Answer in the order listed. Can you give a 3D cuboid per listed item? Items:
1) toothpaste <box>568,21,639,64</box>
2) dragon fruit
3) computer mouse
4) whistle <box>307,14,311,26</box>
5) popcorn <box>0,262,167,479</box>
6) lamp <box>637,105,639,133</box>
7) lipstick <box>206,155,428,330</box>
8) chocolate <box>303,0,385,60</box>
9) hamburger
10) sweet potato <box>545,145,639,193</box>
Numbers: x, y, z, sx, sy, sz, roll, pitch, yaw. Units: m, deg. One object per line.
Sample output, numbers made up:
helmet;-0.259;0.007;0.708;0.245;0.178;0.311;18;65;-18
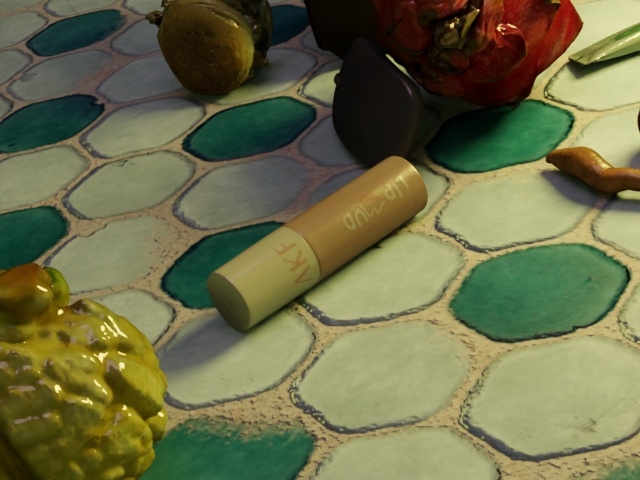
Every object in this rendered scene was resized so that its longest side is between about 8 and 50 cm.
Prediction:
toothpaste;0.412;-0.260;1.760;0.218;0.041;0.064;-21;18;-4
dragon fruit;0.180;-0.271;1.675;0.250;0.315;0.250;-4;76;18
computer mouse;0.059;-0.165;1.697;0.057;0.120;0.232;9;23;-22
whistle;0.086;-0.354;2.057;0.220;0.057;0.107;-23;44;-4
popcorn;-0.265;0.137;1.230;0.258;0.270;0.224;33;42;-5
lamp;0.382;-0.135;1.514;0.101;0.090;0.101;-41;26;25
lipstick;0.000;0.000;1.486;0.254;0.070;0.070;-34;34;-28
chocolate;0.088;-0.463;1.925;0.314;0.326;0.297;-20;42;-3
hamburger;-0.157;-0.283;1.951;0.185;0.159;0.131;18;43;15
sweet potato;0.297;-0.070;1.496;0.044;0.044;0.179;-31;32;-25
